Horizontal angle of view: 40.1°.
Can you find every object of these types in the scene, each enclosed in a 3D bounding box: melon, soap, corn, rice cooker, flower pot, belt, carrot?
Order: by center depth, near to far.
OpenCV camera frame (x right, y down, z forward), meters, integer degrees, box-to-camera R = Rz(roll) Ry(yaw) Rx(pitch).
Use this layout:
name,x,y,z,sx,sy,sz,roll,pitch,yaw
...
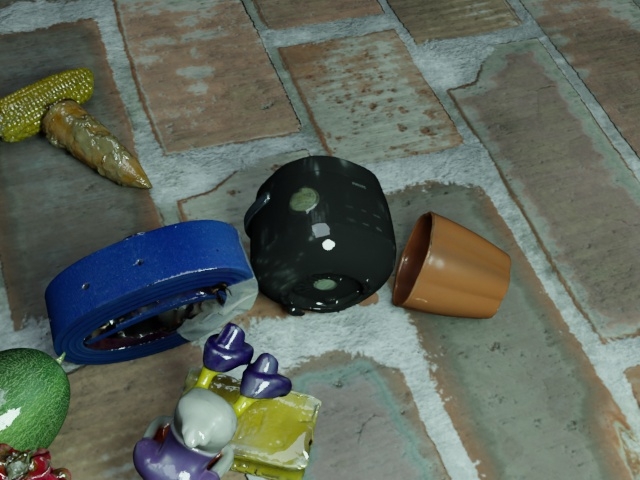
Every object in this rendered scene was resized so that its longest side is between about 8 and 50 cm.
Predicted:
name,x,y,z,sx,sy,sz,roll,pitch,yaw
melon,-0.494,0.271,1.334,0.182,0.182,0.288,36,58,20
soap,-0.124,0.300,1.421,0.233,0.076,0.135,12,51,4
belt,-0.281,0.093,1.470,0.347,0.212,0.117,-21,55,-3
rice cooker,0.000,0.000,1.551,0.267,0.267,0.224,-2,62,-8
flower pot,0.242,0.061,1.593,0.173,0.190,0.190,20,52,-6
carrot,-0.434,-0.178,1.750,0.263,0.102,0.102,38,57,14
corn,-0.575,-0.279,1.800,0.097,0.097,0.262,38,57,21

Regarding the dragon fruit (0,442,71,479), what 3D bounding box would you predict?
name,x,y,z,sx,sy,sz,roll,pitch,yaw
dragon fruit,-0.421,0.403,1.123,0.219,0.198,0.272,5,46,10

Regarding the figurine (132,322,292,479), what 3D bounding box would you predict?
name,x,y,z,sx,sy,sz,roll,pitch,yaw
figurine,-0.197,0.324,1.261,0.154,0.193,0.420,32,85,1
